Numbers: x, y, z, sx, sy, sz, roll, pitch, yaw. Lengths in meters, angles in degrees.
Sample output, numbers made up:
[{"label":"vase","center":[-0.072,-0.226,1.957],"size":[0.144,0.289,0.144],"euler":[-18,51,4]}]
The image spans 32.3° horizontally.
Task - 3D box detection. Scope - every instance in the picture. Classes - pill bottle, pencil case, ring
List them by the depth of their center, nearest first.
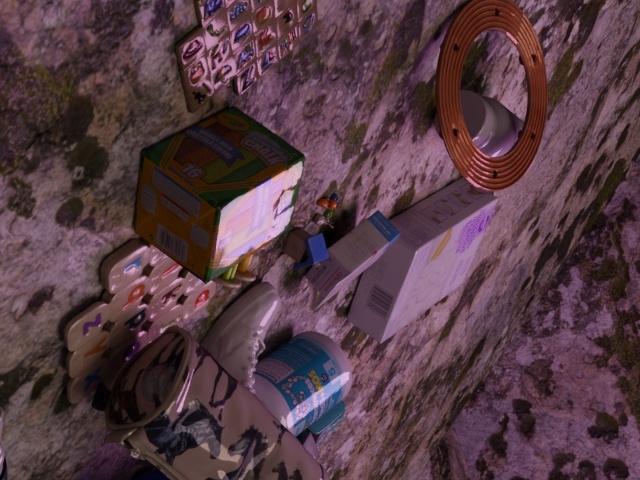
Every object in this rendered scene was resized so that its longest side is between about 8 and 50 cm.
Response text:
[{"label":"pencil case","center":[-0.131,0.310,1.551],"size":[0.410,0.159,0.184],"euler":[50,63,-31]},{"label":"ring","center":[0.293,-0.252,1.903],"size":[0.336,0.032,0.337],"euler":[-4,95,-48]},{"label":"pill bottle","center":[-0.073,0.274,1.925],"size":[0.264,0.146,0.146],"euler":[-32,148,-45]},{"label":"pill bottle","center":[0.304,-0.194,2.047],"size":[0.131,0.131,0.229],"euler":[-58,148,6]}]

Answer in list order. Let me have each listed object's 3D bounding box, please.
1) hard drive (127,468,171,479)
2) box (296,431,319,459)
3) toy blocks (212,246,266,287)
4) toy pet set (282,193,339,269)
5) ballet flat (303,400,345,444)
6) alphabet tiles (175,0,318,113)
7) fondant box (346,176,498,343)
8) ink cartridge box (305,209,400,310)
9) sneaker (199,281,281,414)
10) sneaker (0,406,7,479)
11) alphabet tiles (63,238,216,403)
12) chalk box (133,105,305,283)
[{"label":"hard drive","center":[-0.215,0.395,1.731],"size":[0.318,0.210,0.040],"euler":[-7,94,-58]},{"label":"box","center":[-0.129,0.420,1.903],"size":[0.231,0.183,0.056],"euler":[-54,133,-52]},{"label":"toy blocks","center":[-0.103,-0.015,1.551],"size":[0.123,0.054,0.148],"euler":[-22,133,-76]},{"label":"toy pet set","center":[0.000,0.000,1.800],"size":[0.114,0.065,0.122],"euler":[-21,139,-54]},{"label":"ballet flat","center":[-0.043,0.405,2.263],"size":[0.247,0.083,0.087],"euler":[-33,163,-40]},{"label":"alphabet tiles","center":[-0.084,-0.263,1.341],"size":[0.237,0.009,0.198],"euler":[-45,156,-23]},{"label":"fondant box","center":[0.209,0.034,2.233],"size":[0.330,0.096,0.238],"euler":[-31,147,-48]},{"label":"ink cartridge box","center":[0.044,0.034,1.904],"size":[0.181,0.061,0.104],"euler":[-37,171,-39]},{"label":"sneaker","center":[-0.118,0.216,1.727],"size":[0.292,0.169,0.108],"euler":[-51,156,-14]},{"label":"sneaker","center":[-0.398,0.300,1.322],"size":[0.236,0.130,0.322],"euler":[-57,153,14]},{"label":"alphabet tiles","center":[-0.241,0.094,1.501],"size":[0.278,0.021,0.284],"euler":[-38,152,-36]},{"label":"chalk box","center":[-0.111,-0.070,1.393],"size":[0.213,0.132,0.132],"euler":[-36,151,-42]}]
